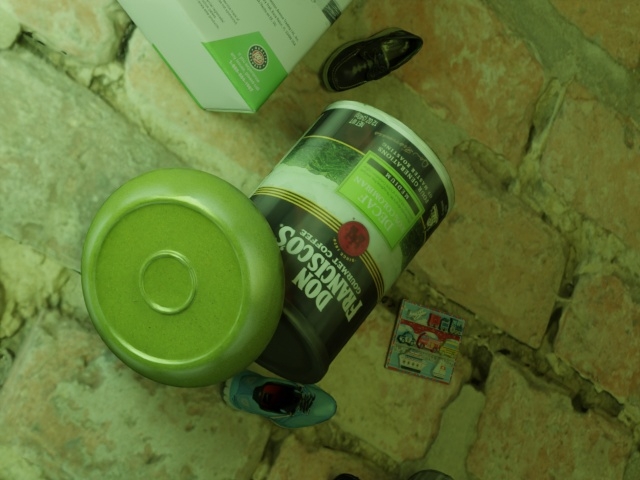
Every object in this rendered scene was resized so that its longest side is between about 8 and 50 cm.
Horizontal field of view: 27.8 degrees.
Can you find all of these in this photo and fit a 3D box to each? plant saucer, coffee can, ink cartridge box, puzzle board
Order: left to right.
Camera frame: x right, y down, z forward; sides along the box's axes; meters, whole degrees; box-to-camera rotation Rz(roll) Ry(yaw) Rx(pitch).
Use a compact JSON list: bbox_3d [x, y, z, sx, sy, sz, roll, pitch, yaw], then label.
[{"bbox_3d":[-0.156,0.043,1.380,0.037,0.241,0.241,-23,113,-71],"label":"plant saucer"},{"bbox_3d":[-0.077,-0.309,1.475,0.273,0.115,0.198,-51,123,-23],"label":"ink cartridge box"},{"bbox_3d":[0.000,0.000,1.518,0.275,0.201,0.201,-51,123,-24],"label":"coffee can"},{"bbox_3d":[0.147,0.141,1.775,0.128,0.011,0.096,19,83,-38],"label":"puzzle board"}]

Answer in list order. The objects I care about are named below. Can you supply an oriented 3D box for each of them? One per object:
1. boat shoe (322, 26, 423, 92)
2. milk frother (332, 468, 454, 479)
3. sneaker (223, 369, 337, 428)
[{"bbox_3d":[0.067,-0.233,1.644,0.152,0.049,0.056,-36,116,-31],"label":"boat shoe"},{"bbox_3d":[0.098,0.345,1.710,0.143,0.129,0.135,58,18,4],"label":"milk frother"},{"bbox_3d":[-0.040,0.201,1.589,0.162,0.073,0.063,15,85,-39],"label":"sneaker"}]
